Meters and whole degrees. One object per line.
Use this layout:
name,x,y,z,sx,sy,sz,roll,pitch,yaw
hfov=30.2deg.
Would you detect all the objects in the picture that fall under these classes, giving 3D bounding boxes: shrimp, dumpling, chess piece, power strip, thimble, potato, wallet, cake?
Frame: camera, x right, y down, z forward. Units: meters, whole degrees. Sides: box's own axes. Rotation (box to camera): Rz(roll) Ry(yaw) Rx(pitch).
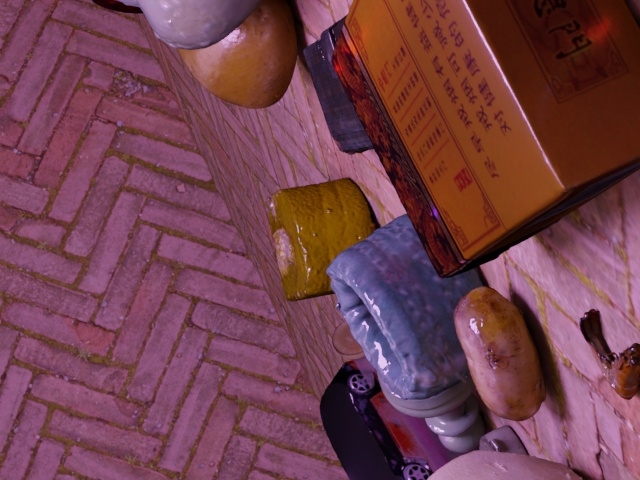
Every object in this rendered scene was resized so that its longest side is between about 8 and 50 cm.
shrimp,0.272,0.101,1.099,0.127,0.025,0.091,87,157,-72
dumpling,-0.157,-0.359,1.528,0.212,0.270,0.321,53,123,18
chess piece,0.182,0.232,1.671,0.139,0.139,0.272,56,178,43
power strip,0.259,0.348,1.686,0.080,0.048,0.286,55,166,36
thimble,0.119,0.087,1.486,0.235,0.143,0.198,51,164,31
potato,-0.105,-0.313,1.743,0.158,0.178,0.204,-41,60,57
chess piece,0.098,0.231,2.193,0.090,0.090,0.200,54,177,47
wallet,0.047,-0.194,1.502,0.317,0.044,0.169,-175,62,-78
potato,0.205,0.130,1.352,0.107,0.080,0.171,-120,11,-72
cake,0.000,0.000,1.910,0.260,0.156,0.179,158,103,-75

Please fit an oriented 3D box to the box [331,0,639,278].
box,0.132,-0.129,1.013,0.264,0.115,0.415,63,170,7

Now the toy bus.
toy bus,0.118,0.317,1.812,0.303,0.147,0.127,55,141,34

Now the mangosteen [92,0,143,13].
mangosteen,-0.251,-0.502,1.785,0.306,0.359,0.306,-7,-90,-73

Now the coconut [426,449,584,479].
coconut,0.221,0.362,1.374,0.245,0.245,0.247,69,170,-18
